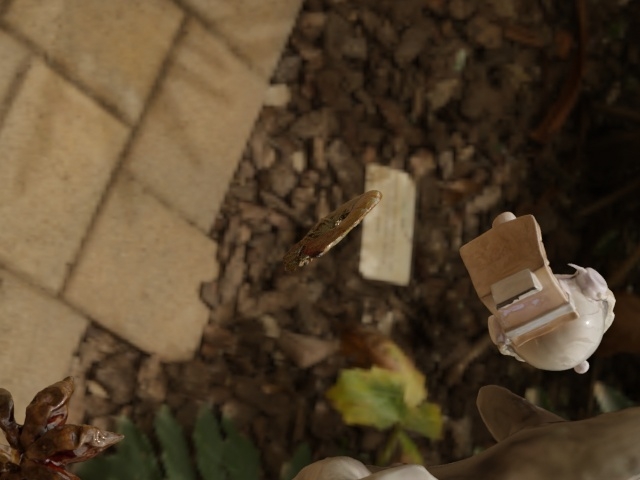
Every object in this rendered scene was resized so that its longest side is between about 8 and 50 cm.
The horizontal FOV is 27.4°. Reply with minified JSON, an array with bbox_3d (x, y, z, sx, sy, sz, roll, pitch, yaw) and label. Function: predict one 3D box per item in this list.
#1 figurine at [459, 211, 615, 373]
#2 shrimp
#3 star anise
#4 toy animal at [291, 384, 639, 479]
[{"bbox_3d":[0.279,0.080,1.661,0.237,0.163,0.141,43,23,-37],"label":"figurine"},{"bbox_3d":[0.000,0.000,1.008,0.023,0.114,0.083,50,33,-4],"label":"shrimp"},{"bbox_3d":[-0.331,0.253,1.498,0.212,0.111,0.196,-29,88,-14],"label":"star anise"},{"bbox_3d":[0.118,0.205,0.927,0.344,0.303,0.194,-9,85,-14],"label":"toy animal"}]
